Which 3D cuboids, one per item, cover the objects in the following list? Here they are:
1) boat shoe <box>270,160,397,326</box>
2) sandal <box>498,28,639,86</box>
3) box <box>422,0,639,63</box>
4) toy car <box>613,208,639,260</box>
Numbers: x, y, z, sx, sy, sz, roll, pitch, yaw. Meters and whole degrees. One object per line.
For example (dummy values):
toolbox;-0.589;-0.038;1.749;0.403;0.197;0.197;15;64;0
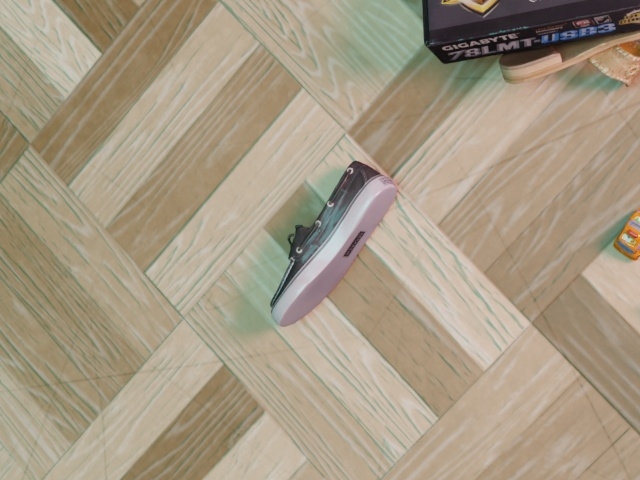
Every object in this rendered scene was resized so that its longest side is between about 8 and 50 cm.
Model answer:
boat shoe;0.000;0.000;1.871;0.076;0.080;0.228;41;105;24
sandal;0.329;-0.209;1.731;0.240;0.088;0.079;-18;119;9
box;0.258;-0.368;1.716;0.295;0.073;0.293;-8;74;23
toy car;0.381;0.024;1.723;0.060;0.040;0.122;-40;76;19
